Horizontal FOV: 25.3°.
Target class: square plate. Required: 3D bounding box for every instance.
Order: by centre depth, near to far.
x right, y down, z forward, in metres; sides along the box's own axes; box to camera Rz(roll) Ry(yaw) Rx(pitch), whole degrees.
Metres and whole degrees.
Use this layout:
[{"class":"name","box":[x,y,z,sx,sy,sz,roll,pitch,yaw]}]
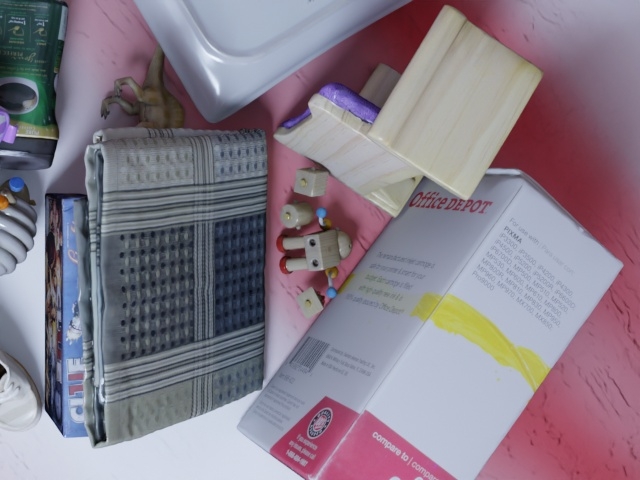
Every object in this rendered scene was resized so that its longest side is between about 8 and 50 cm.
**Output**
[{"class":"square plate","box":[-0.063,-0.360,1.566,0.347,0.049,0.344,-33,102,-10]}]

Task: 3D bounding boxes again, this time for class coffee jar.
[{"class":"coffee jar","box":[-0.321,-0.167,1.513,0.096,0.079,0.184,5,92,-9]}]

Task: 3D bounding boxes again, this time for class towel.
[{"class":"towel","box":[-0.154,0.036,1.502,0.324,0.056,0.312,-11,103,-61]}]

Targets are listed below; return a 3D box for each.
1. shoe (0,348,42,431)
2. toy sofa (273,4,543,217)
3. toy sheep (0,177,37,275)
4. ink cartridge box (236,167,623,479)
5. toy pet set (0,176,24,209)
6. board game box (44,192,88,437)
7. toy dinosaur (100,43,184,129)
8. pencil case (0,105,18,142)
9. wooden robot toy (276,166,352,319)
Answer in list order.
[{"class":"shoe","box":[-0.372,0.134,1.506,0.076,0.058,0.219,-36,120,1]},{"class":"toy sofa","box":[0.079,-0.138,1.494,0.177,0.362,0.150,33,84,-5]},{"class":"toy sheep","box":[-0.345,-0.007,1.511,0.091,0.091,0.132,30,68,-17]},{"class":"ink cartridge box","box":[0.113,0.119,1.564,0.160,0.279,0.384,38,82,-17]},{"class":"toy pet set","box":[-0.389,-0.042,1.462,0.122,0.065,0.114,34,50,6]},{"class":"board game box","box":[-0.262,0.073,1.504,0.042,0.165,0.243,0,93,-18]},{"class":"toy dinosaur","box":[-0.192,-0.153,1.581,0.093,0.053,0.183,0,81,-35]},{"class":"pencil case","box":[-0.401,-0.159,1.443,0.206,0.086,0.088,43,41,11]},{"class":"wooden robot toy","box":[0.000,0.000,1.647,0.079,0.076,0.173,-14,99,-52]}]
